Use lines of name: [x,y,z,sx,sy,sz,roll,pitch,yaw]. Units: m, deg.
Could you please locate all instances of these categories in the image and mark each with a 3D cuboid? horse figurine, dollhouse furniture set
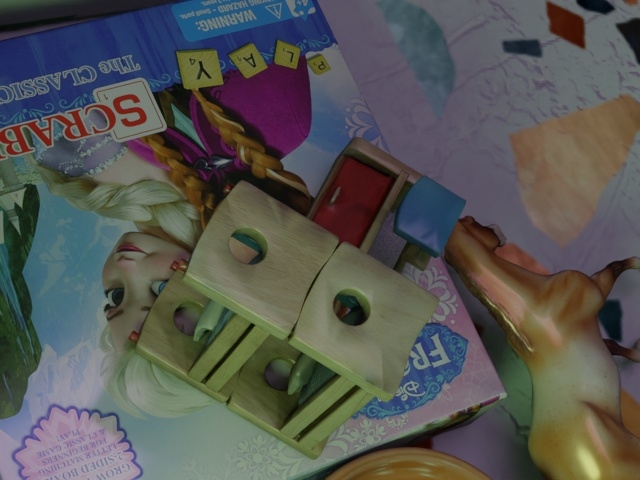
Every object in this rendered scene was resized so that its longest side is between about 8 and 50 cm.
horse figurine: [0.175,0.100,1.019,0.174,0.066,0.263,7,62,-41]
dollhouse furniture set: [0.000,0.000,0.902,0.129,0.129,0.184,31,61,-6]

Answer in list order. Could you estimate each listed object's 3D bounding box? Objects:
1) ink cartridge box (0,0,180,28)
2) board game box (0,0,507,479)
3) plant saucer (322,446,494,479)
ink cartridge box: [-0.201,-0.295,1.050,0.211,0.121,0.289,-14,71,-26]
board game box: [-0.090,0.012,0.978,0.318,0.066,0.318,-18,74,-27]
plant saucer: [0.052,0.222,0.931,0.200,0.037,0.200,11,68,-27]
